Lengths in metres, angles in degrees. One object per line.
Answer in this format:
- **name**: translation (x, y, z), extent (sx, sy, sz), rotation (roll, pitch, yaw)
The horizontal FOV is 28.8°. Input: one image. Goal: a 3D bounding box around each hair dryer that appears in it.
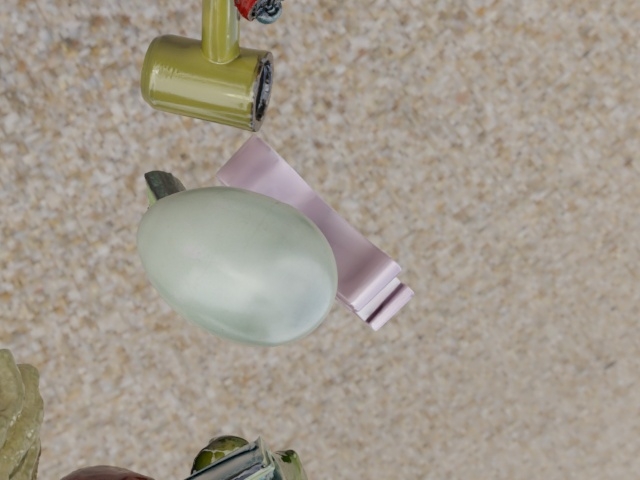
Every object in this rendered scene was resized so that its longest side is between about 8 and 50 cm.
- **hair dryer**: translation (-0.119, -0.249, 1.331), extent (0.134, 0.090, 0.279), rotation (13, 132, 8)

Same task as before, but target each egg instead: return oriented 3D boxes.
- **egg**: translation (-0.083, 0.022, 1.240), extent (0.151, 0.209, 0.151), rotation (26, 90, -90)

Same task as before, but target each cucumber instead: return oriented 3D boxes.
- **cucumber**: translation (-0.197, -0.024, 1.720), extent (0.062, 0.115, 0.116), rotation (-15, 130, -15)

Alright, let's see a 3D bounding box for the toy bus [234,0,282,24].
- **toy bus**: translation (-0.020, -0.310, 1.285), extent (0.195, 0.089, 0.081), rotation (-40, 177, -15)

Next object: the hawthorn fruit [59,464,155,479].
- **hawthorn fruit**: translation (-0.246, 0.409, 1.475), extent (0.299, 0.275, 0.275), rotation (-39, 156, -27)

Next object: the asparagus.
- **asparagus**: translation (-0.065, 0.279, 1.440), extent (0.085, 0.082, 0.343), rotation (-18, 161, 9)

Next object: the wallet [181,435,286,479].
- **wallet**: translation (-0.148, 0.277, 1.173), extent (0.250, 0.075, 0.176), rotation (-29, -178, -5)

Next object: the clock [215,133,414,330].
- **clock**: translation (0.000, 0.000, 1.616), extent (0.080, 0.290, 0.275), rotation (-46, 122, -4)

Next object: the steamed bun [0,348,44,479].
- **steamed bun**: translation (-0.429, 0.266, 1.271), extent (0.247, 0.428, 0.189), rotation (-11, 131, 8)
